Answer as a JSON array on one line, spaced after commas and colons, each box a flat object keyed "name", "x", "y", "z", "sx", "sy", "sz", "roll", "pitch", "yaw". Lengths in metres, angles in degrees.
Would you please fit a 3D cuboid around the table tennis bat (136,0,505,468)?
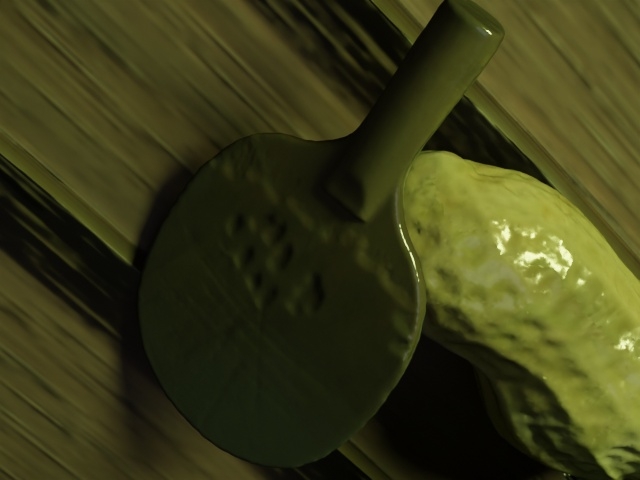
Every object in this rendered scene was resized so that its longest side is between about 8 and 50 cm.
[{"name": "table tennis bat", "x": 0.000, "y": 0.000, "z": 0.484, "sx": 0.131, "sy": 0.022, "sz": 0.234, "roll": 45, "pitch": 120, "yaw": 15}]

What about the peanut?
[{"name": "peanut", "x": 0.103, "y": 0.038, "z": 0.526, "sx": 0.098, "sy": 0.090, "sz": 0.214, "roll": -30, "pitch": 114, "yaw": 36}]
